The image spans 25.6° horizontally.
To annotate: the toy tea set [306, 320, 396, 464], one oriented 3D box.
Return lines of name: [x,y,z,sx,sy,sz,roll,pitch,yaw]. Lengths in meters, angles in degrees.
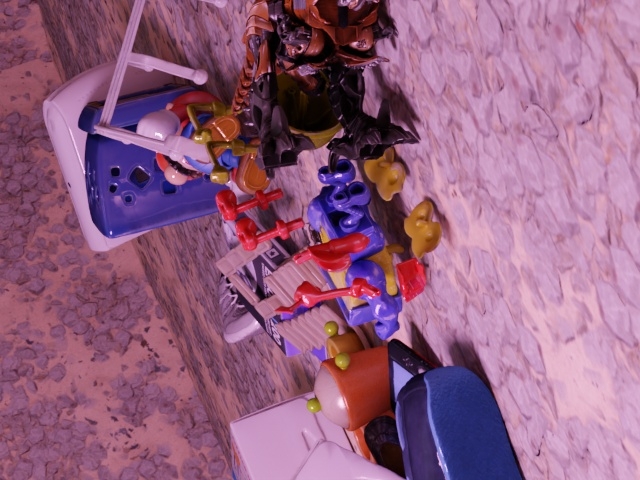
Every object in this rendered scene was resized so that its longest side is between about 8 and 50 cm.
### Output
toy tea set: [0.058,0.274,1.829,0.200,0.124,0.336,-178,68,-76]

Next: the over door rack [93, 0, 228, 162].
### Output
over door rack: [-0.180,-0.228,1.867,0.324,0.108,0.240,16,91,61]

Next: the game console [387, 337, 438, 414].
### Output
game console: [0.102,0.206,1.622,0.124,0.085,0.144,35,149,31]

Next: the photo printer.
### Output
photo printer: [-0.350,-0.168,2.540,0.107,0.256,0.308,9,120,53]

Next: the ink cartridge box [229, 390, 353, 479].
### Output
ink cartridge box: [-0.041,0.381,2.294,0.233,0.168,0.171,94,153,-59]

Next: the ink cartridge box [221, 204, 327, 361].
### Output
ink cartridge box: [-0.068,0.078,2.143,0.208,0.045,0.206,44,154,35]

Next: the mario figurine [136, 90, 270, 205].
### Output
mario figurine: [-0.178,-0.119,2.099,0.198,0.170,0.320,71,165,-14]

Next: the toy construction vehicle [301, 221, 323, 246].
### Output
toy construction vehicle: [0.016,0.000,1.802,0.086,0.035,0.098,2,115,64]

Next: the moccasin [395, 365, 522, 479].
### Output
moccasin: [0.162,0.300,1.479,0.117,0.137,0.342,-18,80,63]

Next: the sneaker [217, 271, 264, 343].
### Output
sneaker: [-0.135,0.098,2.384,0.281,0.105,0.115,-160,52,-73]

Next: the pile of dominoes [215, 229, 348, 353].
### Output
pile of dominoes: [-0.044,0.070,2.025,0.196,0.040,0.251,48,159,-4]

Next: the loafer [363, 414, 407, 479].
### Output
loafer: [0.110,0.294,1.716,0.170,0.062,0.061,51,-172,-13]

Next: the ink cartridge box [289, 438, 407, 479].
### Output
ink cartridge box: [0.077,0.382,1.674,0.201,0.117,0.278,22,152,29]

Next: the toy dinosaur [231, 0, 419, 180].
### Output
toy dinosaur: [-0.007,-0.183,1.390,0.322,0.164,0.218,115,143,-79]

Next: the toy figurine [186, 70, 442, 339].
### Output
toy figurine: [0.000,0.000,1.544,0.217,0.191,0.362,76,167,-47]

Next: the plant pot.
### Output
plant pot: [-0.283,-0.143,2.362,0.236,0.236,0.212,-154,51,-72]
